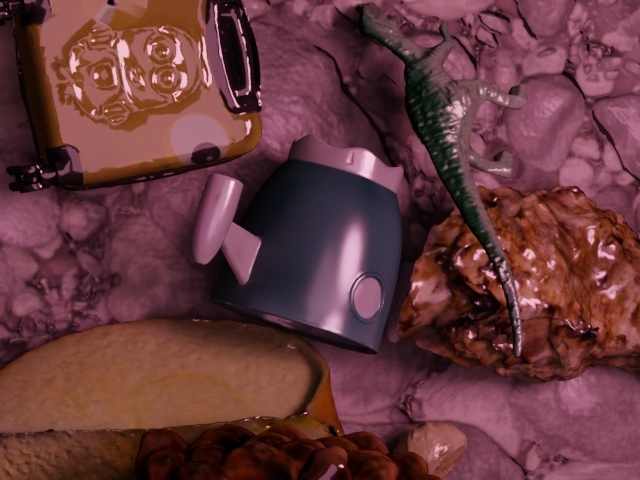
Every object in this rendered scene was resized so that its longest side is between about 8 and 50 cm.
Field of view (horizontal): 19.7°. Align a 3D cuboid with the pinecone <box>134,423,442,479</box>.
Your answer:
[{"bbox_3d":[-0.038,0.335,1.458,0.397,0.398,0.398,-1,92,-17],"label":"pinecone"}]

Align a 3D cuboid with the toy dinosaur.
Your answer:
[{"bbox_3d":[0.155,-0.083,1.714,0.129,0.076,0.383,-15,62,-27],"label":"toy dinosaur"}]

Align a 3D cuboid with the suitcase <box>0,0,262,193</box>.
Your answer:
[{"bbox_3d":[-0.175,-0.148,1.645,0.234,0.143,0.194,-12,94,-16],"label":"suitcase"}]

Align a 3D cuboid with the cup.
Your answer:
[{"bbox_3d":[0.000,0.000,1.697,0.299,0.167,0.173,24,80,-45],"label":"cup"}]

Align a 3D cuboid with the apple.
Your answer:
[{"bbox_3d":[-0.149,0.188,1.645,0.346,0.179,0.254,-4,72,-18],"label":"apple"}]

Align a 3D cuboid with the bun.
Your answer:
[{"bbox_3d":[0.099,0.205,1.778,0.086,0.086,0.055,-39,72,-12],"label":"bun"}]

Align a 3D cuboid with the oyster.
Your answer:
[{"bbox_3d":[0.250,0.041,1.793,0.396,0.111,0.204,14,80,-30],"label":"oyster"}]
